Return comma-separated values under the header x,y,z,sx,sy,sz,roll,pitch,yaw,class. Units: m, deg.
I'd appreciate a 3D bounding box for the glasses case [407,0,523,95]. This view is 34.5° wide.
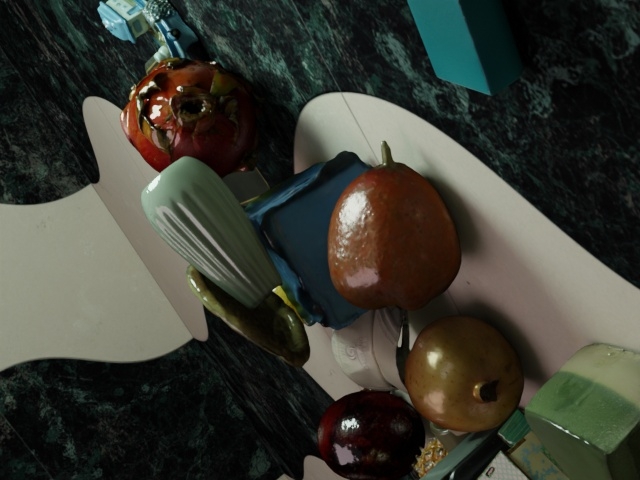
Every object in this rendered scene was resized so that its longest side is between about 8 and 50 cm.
x,y,z,sx,sy,sz,roll,pitch,yaw,class
0.128,-0.306,1.099,0.117,0.070,0.301,34,157,55,glasses case

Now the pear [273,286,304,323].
x,y,z,sx,sy,sz,roll,pitch,yaw,class
-0.094,0.119,2.203,0.178,0.178,0.178,44,159,21,pear

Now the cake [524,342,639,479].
x,y,z,sx,sy,sz,roll,pitch,yaw,class
0.398,0.280,1.396,0.172,0.158,0.284,31,155,48,cake

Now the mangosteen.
x,y,z,sx,sy,sz,roll,pitch,yaw,class
0.111,0.385,2.197,0.235,0.235,0.262,136,138,-71,mangosteen

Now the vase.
x,y,z,sx,sy,sz,roll,pitch,yaw,class
-0.159,-0.006,1.566,0.248,0.128,0.128,49,161,-1,vase

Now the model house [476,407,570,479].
x,y,z,sx,sy,sz,roll,pitch,yaw,class
0.338,0.346,1.553,0.178,0.206,0.271,44,160,21,model house

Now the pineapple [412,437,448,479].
x,y,z,sx,sy,sz,roll,pitch,yaw,class
0.238,0.481,2.042,0.176,0.136,0.161,52,-167,-29,pineapple

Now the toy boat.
x,y,z,sx,sy,sz,roll,pitch,yaw,class
-0.322,-0.396,1.909,0.238,0.098,0.109,40,160,30,toy boat

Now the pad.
x,y,z,sx,sy,sz,roll,pitch,yaw,class
-0.269,-0.213,2.165,0.375,0.063,0.315,55,161,-8,pad

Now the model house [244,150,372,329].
x,y,z,sx,sy,sz,roll,pitch,yaw,class
0.000,0.000,1.727,0.237,0.215,0.303,57,166,-10,model house

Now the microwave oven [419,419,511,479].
x,y,z,sx,sy,sz,roll,pitch,yaw,class
0.331,0.474,1.751,0.295,0.237,0.181,50,159,7,microwave oven

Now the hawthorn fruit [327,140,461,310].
x,y,z,sx,sy,sz,roll,pitch,yaw,class
0.102,-0.023,1.504,0.199,0.199,0.251,16,116,60,hawthorn fruit

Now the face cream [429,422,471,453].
x,y,z,sx,sy,sz,roll,pitch,yaw,class
0.328,0.446,1.969,0.341,0.084,0.137,52,166,-25,face cream

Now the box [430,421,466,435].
x,y,z,sx,sy,sz,roll,pitch,yaw,class
0.251,0.276,1.772,0.062,0.122,0.089,38,160,1,box

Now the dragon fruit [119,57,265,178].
x,y,z,sx,sy,sz,roll,pitch,yaw,class
-0.219,-0.207,1.795,0.315,0.250,0.250,9,134,60,dragon fruit

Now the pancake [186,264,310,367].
x,y,z,sx,sy,sz,roll,pitch,yaw,class
-0.111,0.110,1.625,0.250,0.031,0.250,37,-167,-10,pancake

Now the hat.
x,y,z,sx,sy,sz,roll,pitch,yaw,class
0.108,0.186,1.780,0.275,0.161,0.232,-135,26,-73,hat

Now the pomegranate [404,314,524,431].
x,y,z,sx,sy,sz,roll,pitch,yaw,class
0.228,0.211,1.614,0.191,0.191,0.191,44,159,21,pomegranate
